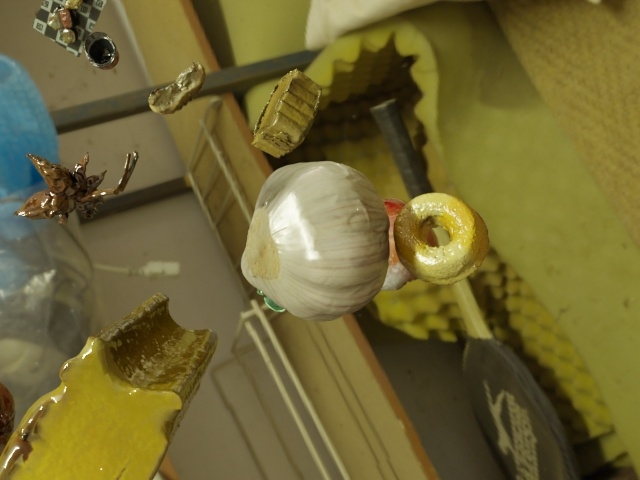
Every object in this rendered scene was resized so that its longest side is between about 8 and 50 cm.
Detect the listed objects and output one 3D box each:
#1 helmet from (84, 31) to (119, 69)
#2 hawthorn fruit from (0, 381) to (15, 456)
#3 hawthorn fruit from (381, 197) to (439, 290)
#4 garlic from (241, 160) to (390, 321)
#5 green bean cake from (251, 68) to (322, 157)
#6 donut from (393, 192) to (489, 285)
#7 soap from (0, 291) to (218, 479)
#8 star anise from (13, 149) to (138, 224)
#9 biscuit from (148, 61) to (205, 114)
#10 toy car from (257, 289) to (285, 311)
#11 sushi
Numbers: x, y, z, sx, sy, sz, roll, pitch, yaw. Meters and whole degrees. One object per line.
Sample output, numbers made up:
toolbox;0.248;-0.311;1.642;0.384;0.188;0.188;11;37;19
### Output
helmet;-0.457;-0.396;1.578;0.084;0.065;0.049;63;-176;13
hawthorn fruit;-0.690;0.344;1.363;0.260;0.224;0.224;2;116;23
hawthorn fruit;0.178;0.007;1.837;0.235;0.231;0.263;60;-144;-64
garlic;0.000;0.000;1.363;0.317;0.259;0.318;180;90;-68
green bean cake;-0.102;-0.380;2.280;0.224;0.131;0.230;-23;44;63
donut;0.207;-0.009;1.321;0.178;0.162;0.065;31;176;34
soap;-0.234;0.206;0.829;0.143;0.259;0.281;32;-174;-4
star anise;-0.618;-0.148;1.914;0.148;0.346;0.237;-104;-8;-56
biscuit;-0.380;-0.400;2.030;0.061;0.183;0.118;44;165;8
toy car;-0.104;0.083;1.803;0.093;0.058;0.186;15;118;30
sushi;-0.622;-0.565;1.839;0.139;0.031;0.201;33;119;-10
